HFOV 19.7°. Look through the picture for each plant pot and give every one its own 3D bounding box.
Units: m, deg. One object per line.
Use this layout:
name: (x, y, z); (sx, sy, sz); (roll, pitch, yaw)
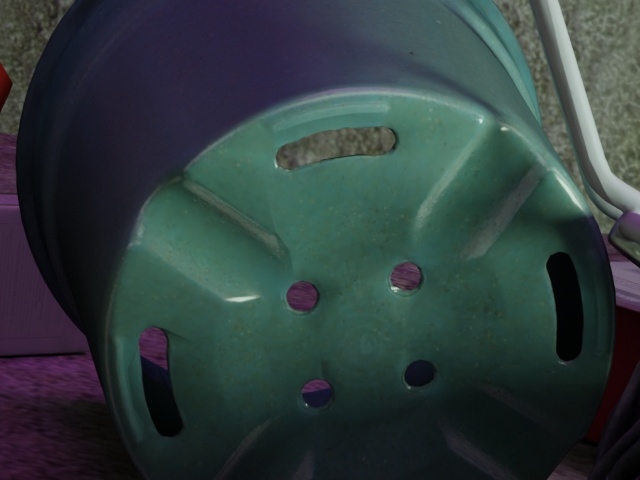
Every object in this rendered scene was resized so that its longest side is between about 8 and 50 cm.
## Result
plant pot: (0.000, 0.000, 1.028); (0.341, 0.341, 0.334); (6, 16, -11)

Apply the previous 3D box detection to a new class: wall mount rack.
wall mount rack: (0.185, -0.048, 0.930); (0.304, 0.130, 0.350); (34, 3, 7)

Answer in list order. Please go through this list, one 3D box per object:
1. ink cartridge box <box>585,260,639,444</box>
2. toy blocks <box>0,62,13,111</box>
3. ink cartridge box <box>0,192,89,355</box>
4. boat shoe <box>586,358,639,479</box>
ink cartridge box: (0.308, 0.103, 1.193); (0.272, 0.130, 0.309); (1, 10, -32)
toy blocks: (-0.344, -0.081, 0.938); (0.381, 0.261, 0.191); (39, 31, -19)
ink cartridge box: (-0.257, 0.023, 1.282); (0.209, 0.109, 0.062); (0, 11, -42)
boat shoe: (0.169, 0.132, 0.716); (0.156, 0.187, 0.500); (8, 2, 24)
